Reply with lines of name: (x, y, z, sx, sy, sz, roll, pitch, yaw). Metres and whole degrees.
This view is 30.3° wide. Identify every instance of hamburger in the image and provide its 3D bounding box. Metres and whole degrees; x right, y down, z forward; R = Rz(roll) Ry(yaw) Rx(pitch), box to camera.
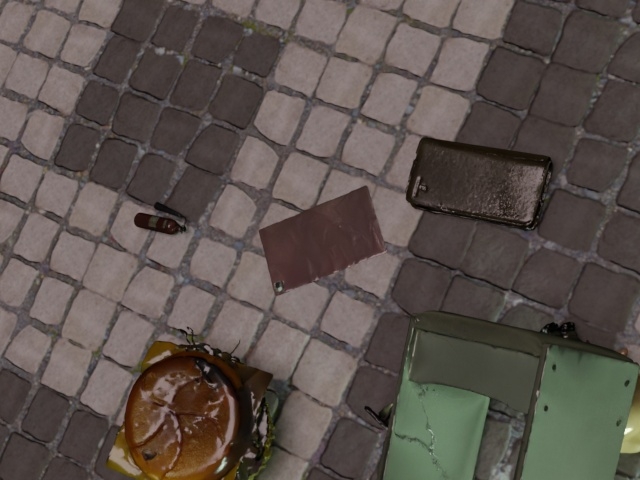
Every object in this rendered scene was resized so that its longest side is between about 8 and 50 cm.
hamburger: (-0.173, 0.261, 1.702, 0.243, 0.139, 0.261, 18, 84, 24)

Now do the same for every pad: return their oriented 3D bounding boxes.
pad: (0.000, 0.000, 1.770, 0.188, 0.006, 0.113, -22, 68, 17)

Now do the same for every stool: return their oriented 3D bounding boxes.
stool: (0.223, 0.240, 1.457, 0.243, 0.170, 0.269, 10, 87, 55)

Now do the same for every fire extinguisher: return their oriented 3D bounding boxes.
fire extinguisher: (-0.246, -0.034, 1.877, 0.100, 0.032, 0.046, 11, 47, 25)

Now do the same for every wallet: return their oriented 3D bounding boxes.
wallet: (0.223, -0.083, 1.682, 0.198, 0.031, 0.110, 13, 82, 26)

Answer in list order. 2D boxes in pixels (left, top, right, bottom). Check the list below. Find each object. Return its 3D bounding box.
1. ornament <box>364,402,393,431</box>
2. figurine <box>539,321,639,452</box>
ornament: (0.156, 0.193, 1.610, 0.203, 0.081, 0.088, -47, 66, 5)
figurine: (0.363, 0.182, 1.520, 0.108, 0.114, 0.196, -52, 49, 30)
